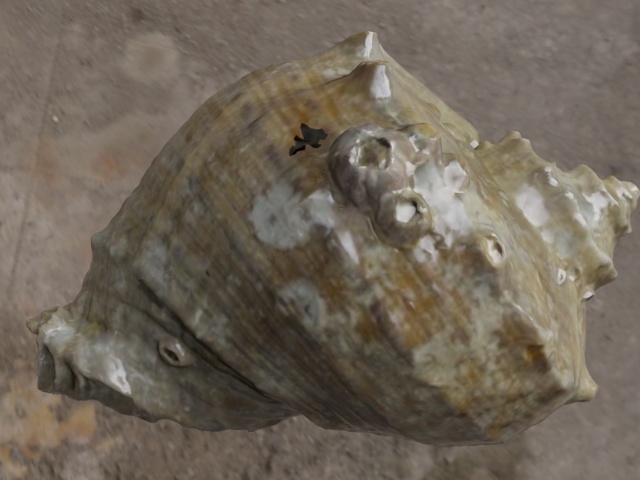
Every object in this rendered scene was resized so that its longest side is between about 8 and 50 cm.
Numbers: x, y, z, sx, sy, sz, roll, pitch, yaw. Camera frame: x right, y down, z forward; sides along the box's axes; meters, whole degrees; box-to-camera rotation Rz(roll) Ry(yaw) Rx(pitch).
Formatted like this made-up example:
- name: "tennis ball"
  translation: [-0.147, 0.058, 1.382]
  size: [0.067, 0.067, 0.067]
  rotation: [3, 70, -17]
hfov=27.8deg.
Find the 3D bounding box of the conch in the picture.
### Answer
- name: "conch"
  translation: [0.001, -0.016, 0.753]
  size: [0.352, 0.297, 0.210]
  rotation: [0, 117, -1]
